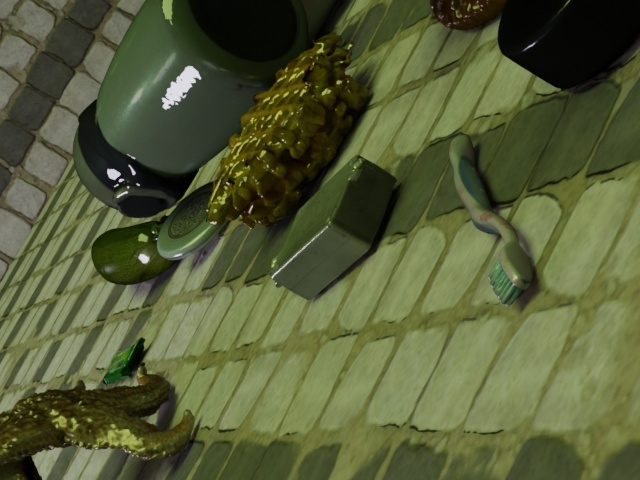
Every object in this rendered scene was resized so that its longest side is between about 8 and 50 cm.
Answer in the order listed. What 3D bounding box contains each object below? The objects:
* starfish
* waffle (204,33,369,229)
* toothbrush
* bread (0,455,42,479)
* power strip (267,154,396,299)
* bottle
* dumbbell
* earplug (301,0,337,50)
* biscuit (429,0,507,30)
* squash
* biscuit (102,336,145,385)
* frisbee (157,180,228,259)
[{"bbox_3d":[-0.254,0.166,1.561,0.299,0.302,0.060,10,114,61],"label":"starfish"},{"bbox_3d":[-0.027,-0.100,1.631,0.197,0.070,0.193,-50,16,22],"label":"waffle"},{"bbox_3d":[0.104,-0.020,1.097,0.027,0.021,0.269,-49,15,15],"label":"toothbrush"},{"bbox_3d":[-0.274,0.261,1.604,0.069,0.128,0.140,-25,13,-8],"label":"bread"},{"bbox_3d":[0.000,0.000,1.371,0.175,0.042,0.075,-42,21,53],"label":"power strip"},{"bbox_3d":[-0.153,-0.153,1.852,0.347,0.168,0.168,-46,18,50],"label":"bottle"},{"bbox_3d":[0.106,-0.207,1.075,0.152,0.218,0.152,-55,14,21],"label":"dumbbell"},{"bbox_3d":[-0.046,-0.282,1.938,0.301,0.172,0.172,-63,13,13],"label":"earplug"},{"bbox_3d":[0.177,-0.300,1.398,0.305,0.038,0.305,-54,15,21],"label":"biscuit"},{"bbox_3d":[-0.224,0.017,2.064,0.318,0.080,0.071,167,97,-72],"label":"squash"},{"bbox_3d":[-0.212,0.133,1.884,0.046,0.016,0.089,-63,15,-22],"label":"biscuit"},{"bbox_3d":[-0.134,-0.024,1.874,0.110,0.014,0.110,-32,31,22],"label":"frisbee"}]
